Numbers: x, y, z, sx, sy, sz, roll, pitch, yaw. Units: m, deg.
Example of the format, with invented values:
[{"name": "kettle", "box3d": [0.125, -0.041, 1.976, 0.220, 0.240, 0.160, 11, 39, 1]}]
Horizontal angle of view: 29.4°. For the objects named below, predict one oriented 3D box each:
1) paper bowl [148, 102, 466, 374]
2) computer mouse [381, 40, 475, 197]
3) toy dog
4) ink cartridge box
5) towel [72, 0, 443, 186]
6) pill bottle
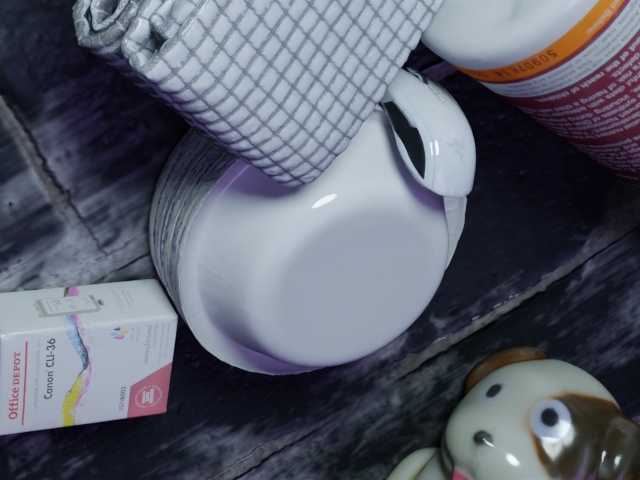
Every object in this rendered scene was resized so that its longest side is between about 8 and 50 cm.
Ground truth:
[{"name": "paper bowl", "box3d": [0.000, 0.000, 1.097, 0.284, 0.148, 0.284, -16, 129, -20]}, {"name": "computer mouse", "box3d": [0.087, -0.122, 1.028, 0.106, 0.193, 0.042, 0, 146, -37]}, {"name": "toy dog", "box3d": [0.221, 0.328, 1.366, 0.395, 0.284, 0.408, -7, 123, -26]}, {"name": "ink cartridge box", "box3d": [-0.236, 0.106, 1.090, 0.198, 0.067, 0.115, -5, 124, -24]}, {"name": "towel", "box3d": [-0.024, -0.205, 0.889, 0.283, 0.121, 0.235, -57, 146, -3]}, {"name": "pill bottle", "box3d": [0.279, -0.178, 1.075, 0.392, 0.224, 0.224, 26, 106, -39]}]
